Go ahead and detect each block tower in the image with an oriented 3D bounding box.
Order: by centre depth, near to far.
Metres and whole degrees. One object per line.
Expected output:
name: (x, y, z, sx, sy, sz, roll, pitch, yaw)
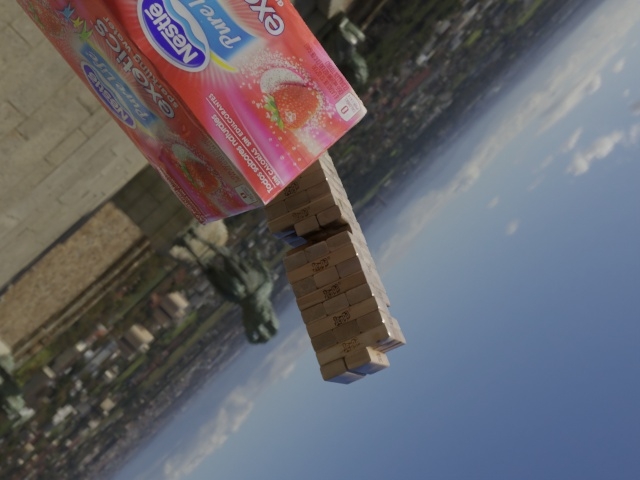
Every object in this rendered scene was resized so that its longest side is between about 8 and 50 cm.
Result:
block tower: (0.000, 0.000, 0.945, 0.091, 0.335, 0.097, -25, 161, 11)

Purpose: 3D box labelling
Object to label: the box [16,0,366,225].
box: (-0.124, -0.175, 0.688, 0.142, 0.300, 0.154, -45, -164, -25)
